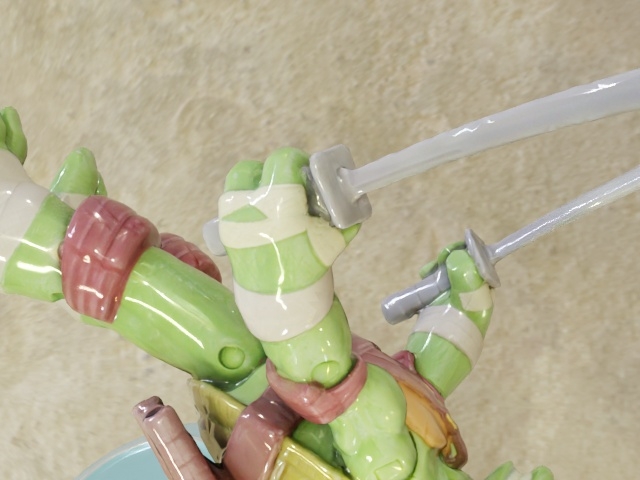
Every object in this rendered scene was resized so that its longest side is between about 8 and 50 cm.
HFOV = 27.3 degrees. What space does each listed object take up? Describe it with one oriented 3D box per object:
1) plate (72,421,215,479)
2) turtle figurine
[{"bbox_3d":[-0.108,0.172,0.804,0.188,0.188,0.024,-35,122,-17],"label":"plate"},{"bbox_3d":[0.000,0.000,0.512,0.266,0.198,0.274,23,118,17],"label":"turtle figurine"}]
